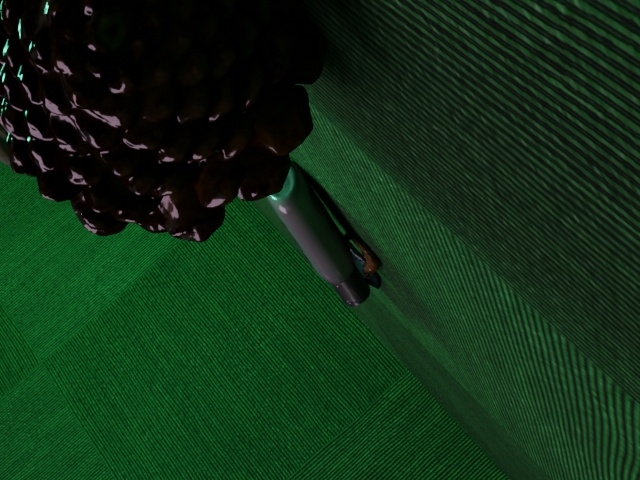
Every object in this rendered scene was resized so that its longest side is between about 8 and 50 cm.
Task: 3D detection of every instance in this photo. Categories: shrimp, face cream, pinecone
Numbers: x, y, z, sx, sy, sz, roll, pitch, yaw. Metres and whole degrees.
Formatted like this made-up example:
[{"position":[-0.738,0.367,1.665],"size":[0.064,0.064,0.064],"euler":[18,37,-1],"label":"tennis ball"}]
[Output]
[{"position":[0.068,0.022,1.452],"size":[0.083,0.023,0.114],"euler":[51,171,15],"label":"shrimp"},{"position":[0.000,0.000,1.453],"size":[0.291,0.071,0.144],"euler":[57,-173,-35],"label":"face cream"},{"position":[-0.103,-0.122,0.659],"size":[0.246,0.246,0.292],"euler":[48,-168,4],"label":"pinecone"}]

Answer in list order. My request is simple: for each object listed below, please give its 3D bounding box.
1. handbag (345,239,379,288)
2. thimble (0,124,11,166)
[{"position":[0.017,0.014,1.660],"size":[0.229,0.062,0.179],"euler":[48,178,10],"label":"handbag"},{"position":[-0.256,-0.229,0.875],"size":[0.195,0.291,0.291],"euler":[50,177,33],"label":"thimble"}]
